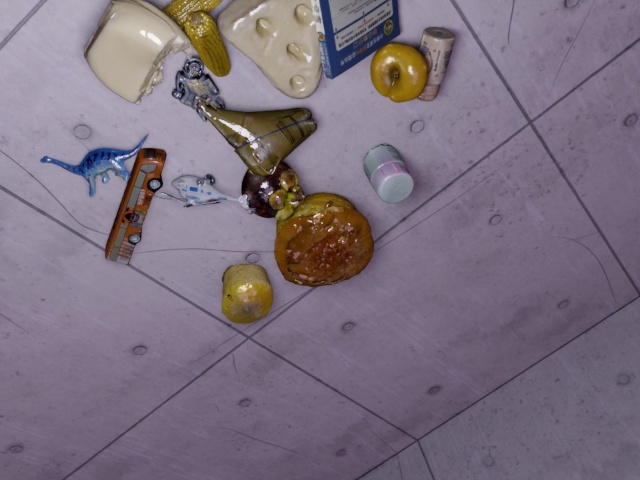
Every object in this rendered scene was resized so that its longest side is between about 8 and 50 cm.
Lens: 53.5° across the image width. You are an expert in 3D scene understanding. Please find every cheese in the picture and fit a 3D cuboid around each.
[{"bbox_3d":[-0.466,-0.478,1.609,0.233,0.127,0.266,34,137,-20],"label":"cheese"},{"bbox_3d":[-0.055,-0.575,1.710,0.328,0.130,0.351,-41,133,12],"label":"cheese"}]

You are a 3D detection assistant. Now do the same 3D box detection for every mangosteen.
[{"bbox_3d":[-0.139,-0.153,1.980,0.192,0.217,0.192,-22,125,-34],"label":"mangosteen"}]

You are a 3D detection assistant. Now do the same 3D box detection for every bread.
[{"bbox_3d":[-0.264,0.187,2.255,0.197,0.171,0.197,-9,133,-10],"label":"bread"},{"bbox_3d":[0.000,-0.002,2.166,0.336,0.204,0.358,-21,136,-4],"label":"bread"}]

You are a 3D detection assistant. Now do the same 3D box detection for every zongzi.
[{"bbox_3d":[-0.178,-0.363,1.852,0.260,0.123,0.289,-45,110,-16],"label":"zongzi"}]

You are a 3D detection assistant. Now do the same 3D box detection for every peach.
[{"bbox_3d":[0.229,-0.490,1.862,0.179,0.103,0.179,20,133,23],"label":"peach"}]

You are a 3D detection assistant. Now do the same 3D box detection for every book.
[{"bbox_3d":[0.088,-0.672,1.639,0.300,0.039,0.428,-39,138,-28],"label":"book"}]

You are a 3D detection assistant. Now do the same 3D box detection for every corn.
[{"bbox_3d":[-0.334,-0.600,1.630,0.238,0.080,0.080,-35,131,10],"label":"corn"},{"bbox_3d":[-0.294,-0.512,1.676,0.080,0.080,0.231,-21,161,0],"label":"corn"}]

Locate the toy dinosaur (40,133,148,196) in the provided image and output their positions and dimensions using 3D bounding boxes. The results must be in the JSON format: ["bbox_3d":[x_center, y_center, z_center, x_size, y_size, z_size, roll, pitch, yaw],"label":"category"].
[{"bbox_3d":[-0.636,-0.216,1.860,0.328,0.076,0.145,-11,125,5],"label":"toy dinosaur"}]

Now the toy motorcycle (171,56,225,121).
[{"bbox_3d":[-0.354,-0.418,1.789,0.124,0.061,0.193,-22,133,5],"label":"toy motorcycle"}]

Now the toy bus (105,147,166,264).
[{"bbox_3d":[-0.571,-0.102,1.964,0.092,0.093,0.409,14,122,-25],"label":"toy bus"}]

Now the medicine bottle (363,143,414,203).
[{"bbox_3d":[0.222,-0.217,2.076,0.135,0.169,0.135,-9,130,-11],"label":"medicine bottle"}]

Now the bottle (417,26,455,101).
[{"bbox_3d":[0.336,-0.525,1.908,0.110,0.097,0.209,-42,151,-44],"label":"bottle"}]

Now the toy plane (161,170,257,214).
[{"bbox_3d":[-0.337,-0.144,1.933,0.182,0.273,0.107,-8,109,-53],"label":"toy plane"}]
